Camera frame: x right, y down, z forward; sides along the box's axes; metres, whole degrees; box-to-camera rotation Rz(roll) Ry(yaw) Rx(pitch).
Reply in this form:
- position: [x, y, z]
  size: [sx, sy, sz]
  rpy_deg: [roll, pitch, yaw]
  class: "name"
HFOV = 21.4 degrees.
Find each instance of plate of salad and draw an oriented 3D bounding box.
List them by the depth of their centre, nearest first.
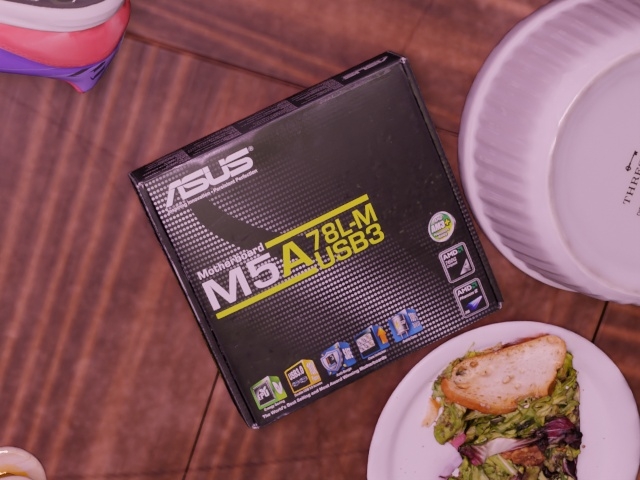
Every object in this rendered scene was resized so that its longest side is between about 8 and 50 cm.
- position: [0.131, 0.154, 1.158]
  size: [0.200, 0.048, 0.200]
  rpy_deg: [-4, 105, -14]
  class: "plate of salad"

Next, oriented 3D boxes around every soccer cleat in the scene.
- position: [-0.266, -0.151, 0.956]
  size: [0.318, 0.108, 0.116]
  rpy_deg: [10, 145, -5]
  class: "soccer cleat"

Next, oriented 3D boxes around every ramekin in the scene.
- position: [0.202, -0.056, 1.090]
  size: [0.207, 0.109, 0.207]
  rpy_deg: [-3, 104, -14]
  class: "ramekin"

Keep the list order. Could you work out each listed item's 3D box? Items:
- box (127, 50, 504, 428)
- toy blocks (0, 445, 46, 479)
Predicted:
- position: [0.000, 0.000, 1.087]
  size: [0.191, 0.045, 0.184]
  rpy_deg: [-25, 111, -8]
  class: "box"
- position: [-0.210, 0.152, 1.017]
  size: [0.054, 0.148, 0.123]
  rpy_deg: [-46, 110, 0]
  class: "toy blocks"
